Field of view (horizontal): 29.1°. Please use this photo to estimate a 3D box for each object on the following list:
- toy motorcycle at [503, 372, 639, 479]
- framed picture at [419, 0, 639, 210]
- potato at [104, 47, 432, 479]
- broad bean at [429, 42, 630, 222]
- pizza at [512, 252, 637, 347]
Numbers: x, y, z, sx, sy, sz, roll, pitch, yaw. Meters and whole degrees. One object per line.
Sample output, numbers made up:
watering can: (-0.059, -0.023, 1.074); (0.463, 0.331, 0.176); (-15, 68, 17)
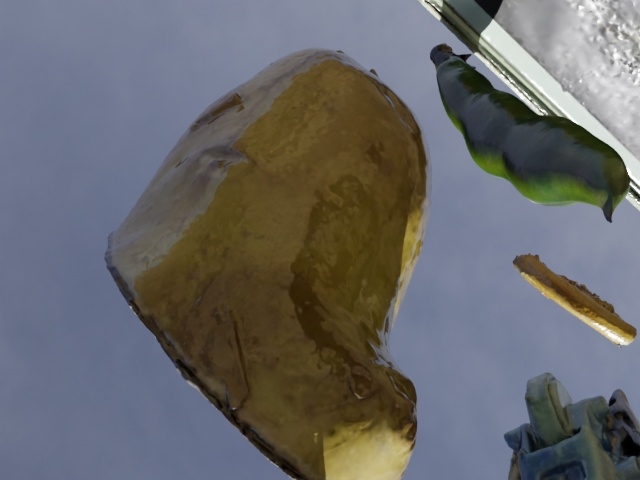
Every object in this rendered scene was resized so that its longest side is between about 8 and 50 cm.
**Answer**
toy motorcycle: (0.301, 0.287, 1.254); (0.241, 0.182, 0.319); (25, -144, -23)
framed picture: (0.235, -0.127, 0.868); (0.293, 0.231, 0.018); (37, -126, -25)
potato: (0.000, 0.000, 1.110); (0.290, 0.296, 0.397); (38, -173, -41)
broad bean: (0.126, -0.068, 0.811); (0.043, 0.060, 0.297); (13, -163, -22)
pizza: (0.335, 0.078, 1.594); (0.178, 0.041, 0.131); (37, -174, 27)
